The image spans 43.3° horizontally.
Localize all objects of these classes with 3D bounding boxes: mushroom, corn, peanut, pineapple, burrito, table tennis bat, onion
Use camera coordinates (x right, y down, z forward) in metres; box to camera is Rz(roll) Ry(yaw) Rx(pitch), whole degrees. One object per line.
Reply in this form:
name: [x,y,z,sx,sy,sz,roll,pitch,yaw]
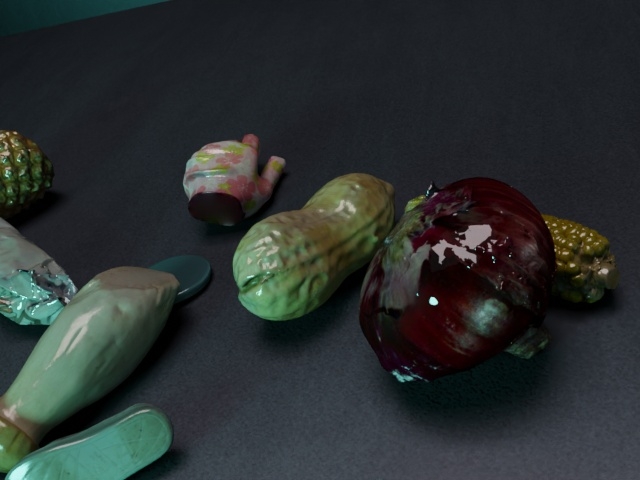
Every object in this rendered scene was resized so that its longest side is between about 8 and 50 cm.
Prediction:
mushroom: [-0.304,0.144,1.037,0.128,0.128,0.350,10,45,36]
corn: [0.234,0.000,1.034,0.097,0.097,0.319,-36,34,-27]
peanut: [0.000,0.000,1.106,0.149,0.149,0.313,14,41,40]
pineapple: [-0.666,-0.059,1.507,0.169,0.169,0.340,15,52,40]
burrito: [-0.501,0.049,1.289,0.139,0.101,0.445,-19,28,-36]
table tennis bat: [-0.253,0.077,1.198,0.201,0.033,0.124,-35,34,-31]
onion: [0.163,0.055,0.888,0.252,0.219,0.252,-50,4,5]

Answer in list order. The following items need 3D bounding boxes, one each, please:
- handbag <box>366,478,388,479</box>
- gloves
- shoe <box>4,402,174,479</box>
handbag: [0.012,0.302,0.655,0.179,0.062,0.229,-3,31,-9]
gloves: [-0.150,-0.121,1.377,0.145,0.126,0.241,-12,40,17]
shoe: [-0.255,0.247,0.916,0.195,0.079,0.078,-27,-3,-2]
